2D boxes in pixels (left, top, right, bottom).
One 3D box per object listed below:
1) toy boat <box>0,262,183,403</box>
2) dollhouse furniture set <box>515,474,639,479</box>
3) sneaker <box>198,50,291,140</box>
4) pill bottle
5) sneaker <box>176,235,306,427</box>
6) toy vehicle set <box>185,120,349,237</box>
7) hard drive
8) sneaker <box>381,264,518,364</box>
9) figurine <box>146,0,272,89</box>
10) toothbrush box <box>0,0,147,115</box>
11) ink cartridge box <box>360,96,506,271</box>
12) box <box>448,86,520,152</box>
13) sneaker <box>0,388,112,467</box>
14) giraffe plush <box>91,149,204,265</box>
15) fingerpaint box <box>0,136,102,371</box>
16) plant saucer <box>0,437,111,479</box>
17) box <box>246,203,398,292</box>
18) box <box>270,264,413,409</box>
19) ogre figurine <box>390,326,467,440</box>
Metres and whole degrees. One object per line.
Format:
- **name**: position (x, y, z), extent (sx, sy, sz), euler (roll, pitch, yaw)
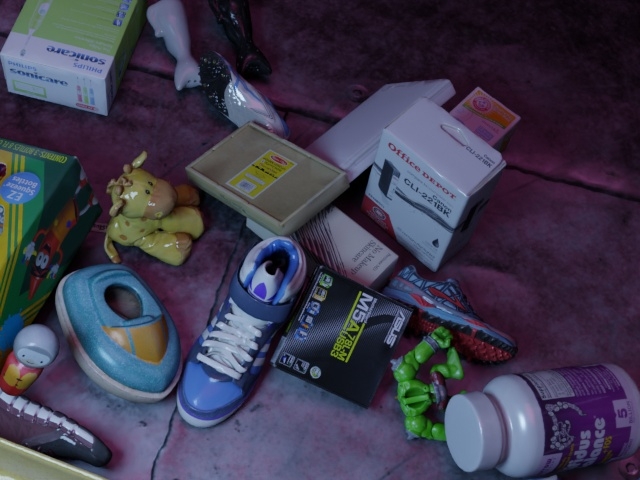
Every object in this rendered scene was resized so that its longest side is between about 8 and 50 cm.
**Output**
- **toy boat**: position (-0.361, 0.157, 1.636), extent (0.318, 0.148, 0.267), euler (-19, 66, -47)
- **dollhouse furniture set**: position (0.411, 0.488, 1.572), extent (0.304, 0.198, 0.286), euler (-3, 60, -9)
- **sneaker**: position (-0.151, -0.274, 2.004), extent (0.237, 0.085, 0.086), euler (50, 30, 4)
- **pill bottle**: position (0.365, 0.297, 1.673), extent (0.302, 0.169, 0.169), euler (-4, 60, -21)
- **sneaker**: position (-0.131, 0.133, 1.681), extent (0.130, 0.236, 0.322), euler (29, 59, 9)
- **toy vehicle set**: position (-0.099, -0.114, 1.841), extent (0.166, 0.035, 0.267), euler (-39, 49, -24)
- **hard drive**: position (0.091, -0.210, 1.958), extent (0.307, 0.203, 0.040), euler (-41, 116, -26)
- **sneaker**: position (0.240, 0.122, 1.821), extent (0.262, 0.104, 0.125), euler (26, 57, 7)
- **figurine**: position (-0.226, -0.402, 2.079), extent (0.215, 0.092, 0.209), euler (-15, 67, -16)
- **toothbrush box**: position (-0.480, -0.412, 2.022), extent (0.206, 0.122, 0.283), euler (13, 58, -1)
- **ink cartridge box**: position (0.197, -0.098, 1.844), extent (0.197, 0.273, 0.114), euler (41, 62, 16)
- **box**: position (0.283, -0.190, 2.011), extent (0.114, 0.103, 0.203), euler (40, 62, 15)
- **sneaker**: position (-0.479, 0.333, 1.605), extent (0.281, 0.106, 0.162), euler (23, 68, 13)
- **giraffe plush**: position (-0.312, -0.067, 1.812), extent (0.210, 0.170, 0.181), euler (-6, 61, -12)
- **fingerpaint box**: position (-0.654, -0.008, 1.674), extent (0.445, 0.163, 0.371), euler (15, 58, 18)
- **plant saucer**: position (-0.496, 0.458, 1.488), extent (0.333, 0.081, 0.332), euler (20, 77, 5)
- **box**: position (0.000, 0.000, 1.862), extent (0.275, 0.094, 0.113), euler (37, 61, 14)
- **box**: position (0.037, 0.163, 1.728), extent (0.184, 0.045, 0.190), euler (27, 85, -10)
- **ogre figurine**: position (0.188, 0.255, 1.732), extent (0.118, 0.097, 0.197), euler (-12, 106, -9)
